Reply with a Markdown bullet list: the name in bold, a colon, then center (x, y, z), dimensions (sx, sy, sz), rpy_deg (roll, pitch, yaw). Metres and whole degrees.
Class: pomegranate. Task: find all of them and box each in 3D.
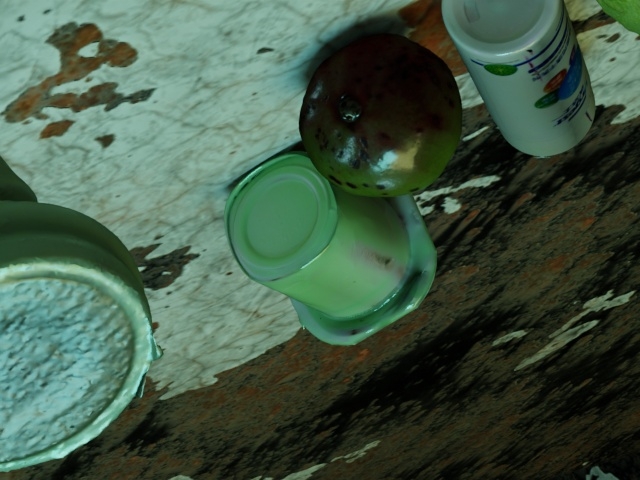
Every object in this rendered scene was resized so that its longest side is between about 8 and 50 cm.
- **pomegranate**: center (0.060, -0.102, 1.548), dimensions (0.159, 0.129, 0.129), rpy_deg (-32, 170, -43)

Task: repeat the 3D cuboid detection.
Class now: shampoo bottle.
- **shampoo bottle**: center (0.169, -0.137, 1.609), dimensions (0.092, 0.092, 0.303), rpy_deg (-26, 159, 6)

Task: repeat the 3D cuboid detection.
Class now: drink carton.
- **drink carton**: center (0.000, 0.000, 1.714), dimensions (0.146, 0.144, 0.142), rpy_deg (-31, 153, 19)

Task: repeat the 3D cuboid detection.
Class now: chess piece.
- **chess piece**: center (-0.220, -0.018, 1.178), dimensions (0.176, 0.298, 0.175), rpy_deg (-16, 136, -16)

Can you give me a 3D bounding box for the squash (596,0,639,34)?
- **squash**: center (0.301, -0.198, 1.572), dimensions (0.118, 0.118, 0.370), rpy_deg (-31, 161, 20)
